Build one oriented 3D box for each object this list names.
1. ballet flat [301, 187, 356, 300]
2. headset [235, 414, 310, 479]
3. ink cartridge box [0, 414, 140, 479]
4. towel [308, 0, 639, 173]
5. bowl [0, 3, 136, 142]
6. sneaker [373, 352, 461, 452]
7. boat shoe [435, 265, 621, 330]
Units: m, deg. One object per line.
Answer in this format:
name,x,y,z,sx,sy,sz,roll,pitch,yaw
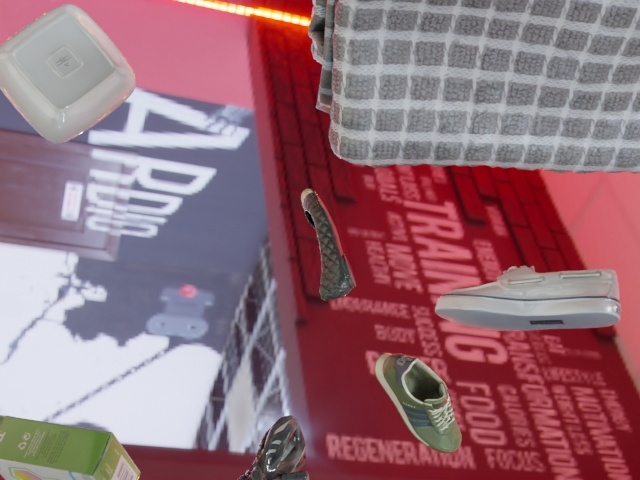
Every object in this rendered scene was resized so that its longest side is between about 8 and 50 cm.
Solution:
ballet flat,0.000,0.000,1.209,0.057,0.049,0.173,59,9,-54
headset,-0.135,0.296,0.795,0.185,0.243,0.394,-47,174,-46
ink cartridge box,-0.342,0.275,1.149,0.109,0.209,0.062,74,27,-48
towel,0.135,-0.143,0.468,0.235,0.284,0.121,98,-8,-53
bowl,-0.303,-0.204,1.094,0.142,0.142,0.053,-41,-177,-19
sneaker,0.163,0.246,1.385,0.064,0.192,0.086,-44,-167,-28
boat shoe,0.295,0.078,1.327,0.095,0.258,0.084,59,34,-62
